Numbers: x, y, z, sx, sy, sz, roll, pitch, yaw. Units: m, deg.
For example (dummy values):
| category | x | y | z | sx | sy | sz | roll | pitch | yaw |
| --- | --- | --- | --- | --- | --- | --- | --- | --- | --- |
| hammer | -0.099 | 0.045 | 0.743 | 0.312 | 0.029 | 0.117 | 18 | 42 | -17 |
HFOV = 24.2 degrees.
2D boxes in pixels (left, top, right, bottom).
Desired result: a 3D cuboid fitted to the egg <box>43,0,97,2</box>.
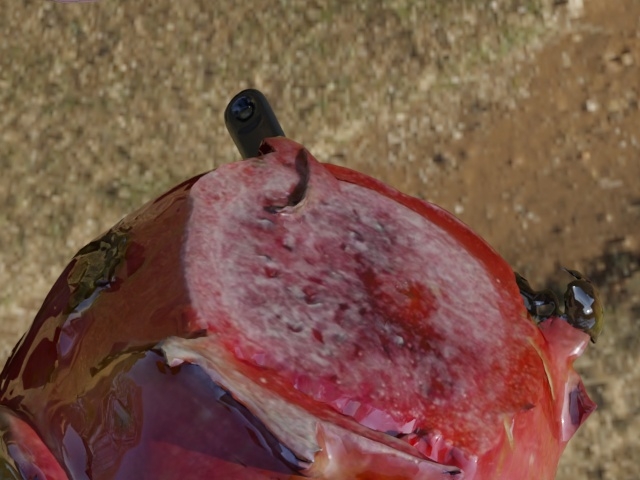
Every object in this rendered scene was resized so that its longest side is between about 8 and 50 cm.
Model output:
| category | x | y | z | sx | sy | sz | roll | pitch | yaw |
| --- | --- | --- | --- | --- | --- | --- | --- | --- | --- |
| egg | -0.231 | -0.301 | 1.320 | 0.196 | 0.271 | 0.196 | 20 | 123 | 33 |

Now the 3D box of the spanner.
| category | x | y | z | sx | sy | sz | roll | pitch | yaw |
| --- | --- | --- | --- | --- | --- | --- | --- | --- | --- |
| spanner | 0.000 | 0.000 | 1.096 | 0.087 | 0.315 | 0.024 | -40 | 145 | 20 |

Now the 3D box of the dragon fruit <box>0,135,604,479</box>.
| category | x | y | z | sx | sy | sz | roll | pitch | yaw |
| --- | --- | --- | --- | --- | --- | --- | --- | --- | --- |
| dragon fruit | -0.030 | 0.111 | 0.653 | 0.250 | 0.269 | 0.291 | 22 | 131 | -2 |
